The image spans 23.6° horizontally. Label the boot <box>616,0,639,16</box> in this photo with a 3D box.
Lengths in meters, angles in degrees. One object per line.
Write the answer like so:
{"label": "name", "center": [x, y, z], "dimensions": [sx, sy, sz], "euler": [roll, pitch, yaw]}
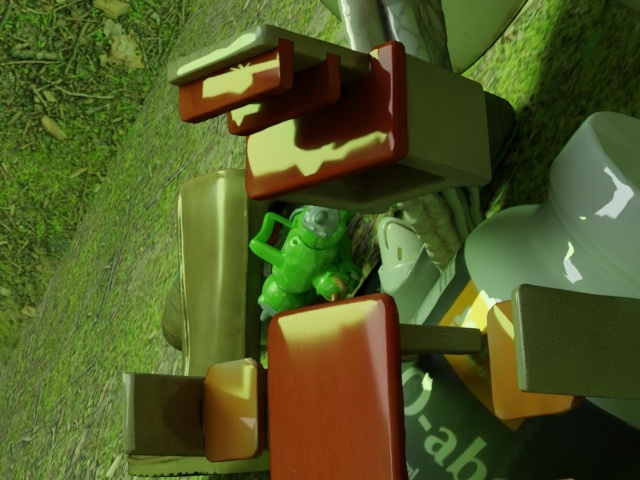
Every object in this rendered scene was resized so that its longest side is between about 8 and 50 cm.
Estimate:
{"label": "boot", "center": [0.202, -0.246, 0.881], "dimensions": [0.095, 0.204, 0.262], "euler": [-72, 9, -51]}

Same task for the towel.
{"label": "towel", "center": [0.055, -0.156, 1.001], "dimensions": [0.332, 0.053, 0.316], "euler": [49, -150, -73]}

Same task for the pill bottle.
{"label": "pill bottle", "center": [0.112, 0.083, 0.775], "dimensions": [0.278, 0.162, 0.162], "euler": [-58, 18, 25]}

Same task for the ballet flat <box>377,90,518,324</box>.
{"label": "ballet flat", "center": [0.080, -0.020, 1.181], "dimensions": [0.213, 0.068, 0.072], "euler": [-65, 16, 2]}

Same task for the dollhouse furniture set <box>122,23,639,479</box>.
{"label": "dollhouse furniture set", "center": [0.006, 0.049, 0.675], "dimensions": [0.262, 0.135, 0.259], "euler": [-15, 73, 45]}

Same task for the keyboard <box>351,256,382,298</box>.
{"label": "keyboard", "center": [0.023, 0.092, 1.285], "dimensions": [0.180, 0.023, 0.108], "euler": [-57, 12, 29]}

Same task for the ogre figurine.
{"label": "ogre figurine", "center": [0.000, 0.000, 1.324], "dimensions": [0.197, 0.097, 0.118], "euler": [-35, 8, 43]}

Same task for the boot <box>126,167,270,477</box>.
{"label": "boot", "center": [-0.111, 0.085, 1.440], "dimensions": [0.236, 0.089, 0.269], "euler": [-15, 75, 54]}

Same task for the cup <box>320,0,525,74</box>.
{"label": "cup", "center": [0.068, -0.338, 1.376], "dimensions": [0.331, 0.237, 0.331], "euler": [-56, 18, 29]}

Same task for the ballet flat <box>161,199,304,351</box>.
{"label": "ballet flat", "center": [-0.049, 0.021, 1.498], "dimensions": [0.342, 0.116, 0.124], "euler": [-52, 41, 27]}
